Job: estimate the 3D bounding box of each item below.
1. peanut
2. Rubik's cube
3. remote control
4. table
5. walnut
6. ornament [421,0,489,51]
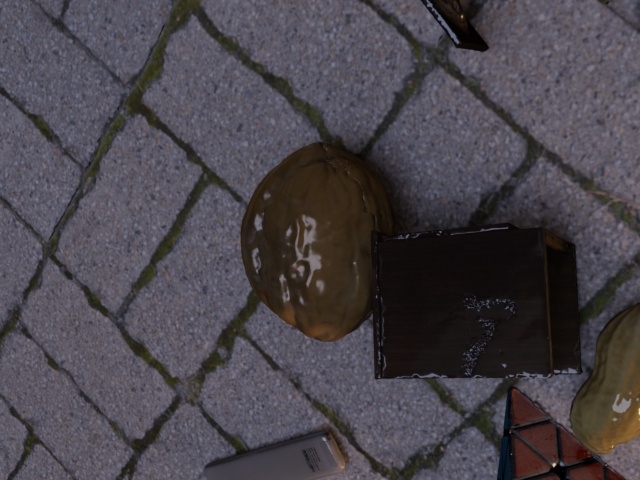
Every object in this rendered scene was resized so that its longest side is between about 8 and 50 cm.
[{"bbox_3d":[0.350,0.155,0.952,0.099,0.090,0.214,31,116,25],"label":"peanut"},{"bbox_3d":[0.287,0.341,1.060,0.191,0.211,0.178,19,138,-3],"label":"Rubik's cube"},{"bbox_3d":[-0.073,0.344,1.271,0.261,0.029,0.067,-25,92,33],"label":"remote control"},{"bbox_3d":[0.180,0.070,0.950,0.193,0.169,0.172,-5,81,28],"label":"table"},{"bbox_3d":[0.000,0.000,1.036,0.198,0.198,0.244,5,100,27],"label":"walnut"},{"bbox_3d":[0.183,-0.328,0.884,0.196,0.153,0.166,-39,85,21],"label":"ornament"}]
